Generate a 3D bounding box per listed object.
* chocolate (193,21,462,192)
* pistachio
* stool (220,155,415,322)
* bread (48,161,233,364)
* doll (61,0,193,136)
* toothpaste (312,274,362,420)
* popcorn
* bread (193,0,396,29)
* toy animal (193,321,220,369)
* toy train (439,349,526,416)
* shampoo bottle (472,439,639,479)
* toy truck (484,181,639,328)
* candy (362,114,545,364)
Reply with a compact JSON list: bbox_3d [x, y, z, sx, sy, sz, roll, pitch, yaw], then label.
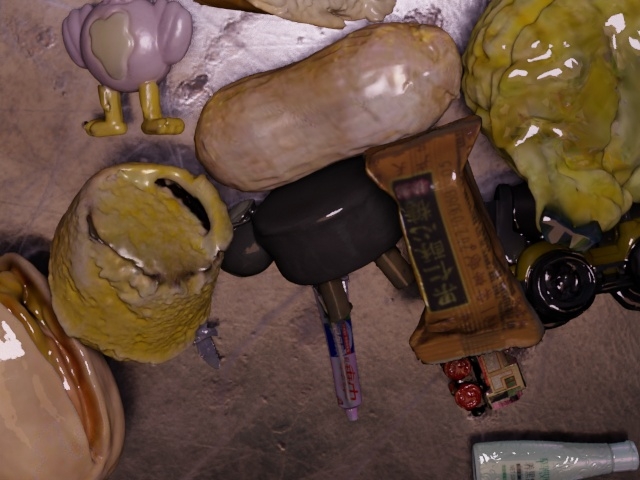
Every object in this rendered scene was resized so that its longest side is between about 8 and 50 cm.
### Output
[{"bbox_3d":[0.008,-0.140,1.453,0.309,0.134,0.134,-21,103,20],"label":"chocolate"},{"bbox_3d":[-0.324,0.166,1.509,0.187,0.187,0.299,-21,96,3],"label":"pistachio"},{"bbox_3d":[0.003,-0.005,1.503,0.228,0.153,0.139,-7,120,42],"label":"stool"},{"bbox_3d":[-0.191,0.020,1.464,0.197,0.197,0.170,28,144,-7],"label":"bread"},{"bbox_3d":[-0.214,-0.291,1.440,0.160,0.094,0.365,2,110,27],"label":"doll"},{"bbox_3d":[0.024,0.125,1.580,0.045,0.028,0.170,-11,99,-6],"label":"toothpaste"},{"bbox_3d":[0.283,-0.156,1.419,0.293,0.237,0.293,0,93,-5],"label":"popcorn"},{"bbox_3d":[-0.021,-0.311,1.388,0.224,0.211,0.184,7,100,-2],"label":"bread"},{"bbox_3d":[-0.142,0.110,1.570,0.050,0.028,0.084,-10,102,-8],"label":"toy animal"},{"bbox_3d":[0.178,0.130,1.575,0.087,0.050,0.138,-21,101,-2],"label":"toy train"},{"bbox_3d":[0.275,0.262,1.609,0.190,0.041,0.069,-5,97,-1],"label":"shampoo bottle"},{"bbox_3d":[0.297,0.002,1.512,0.224,0.147,0.165,-11,80,-2],"label":"toy truck"},{"bbox_3d":[0.132,0.010,1.410,0.143,0.101,0.271,-14,115,13],"label":"candy"}]
